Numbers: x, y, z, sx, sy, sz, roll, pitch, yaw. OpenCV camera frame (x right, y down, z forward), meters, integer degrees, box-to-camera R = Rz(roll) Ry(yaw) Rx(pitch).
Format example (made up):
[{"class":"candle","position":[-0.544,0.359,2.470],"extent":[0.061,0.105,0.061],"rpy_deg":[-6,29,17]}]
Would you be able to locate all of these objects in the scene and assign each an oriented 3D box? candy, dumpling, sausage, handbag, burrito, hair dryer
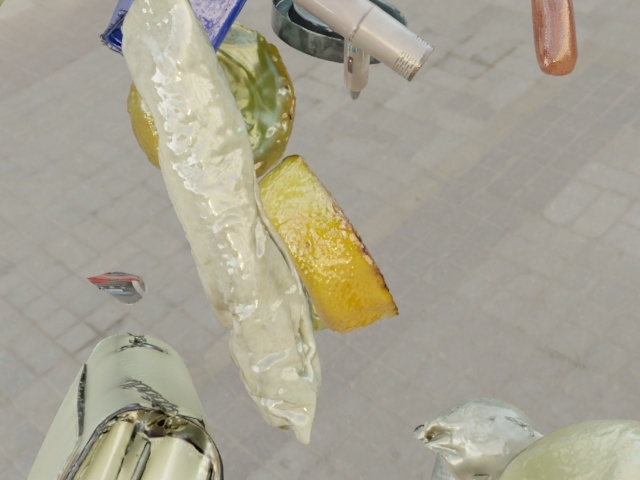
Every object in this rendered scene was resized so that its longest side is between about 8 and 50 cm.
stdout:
[{"class":"candy","position":[-0.160,-0.200,1.267],"extent":[0.260,0.260,0.118],"rpy_deg":[-35,19,-24]},{"class":"dumpling","position":[0.275,0.320,1.332],"extent":[0.247,0.172,0.142],"rpy_deg":[4,82,27]},{"class":"sausage","position":[0.419,-0.390,1.524],"extent":[0.077,0.194,0.077],"rpy_deg":[-5,-4,0]},{"class":"handbag","position":[-0.199,0.235,0.840],"extent":[0.160,0.237,0.358],"rpy_deg":[20,-1,-15]},{"class":"burrito","position":[-0.077,-0.020,0.695],"extent":[0.076,0.392,0.117],"rpy_deg":[-22,16,-14]},{"class":"hair dryer","position":[0.031,-0.254,1.095],"extent":[0.195,0.220,0.054],"rpy_deg":[35,79,-3]}]

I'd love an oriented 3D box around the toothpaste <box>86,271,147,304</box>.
[{"class":"toothpaste","position":[-0.279,0.064,1.212],"extent":[0.071,0.193,0.045],"rpy_deg":[2,81,-3]}]

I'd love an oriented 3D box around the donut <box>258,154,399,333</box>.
[{"class":"donut","position":[-0.003,-0.005,1.056],"extent":[0.101,0.152,0.259],"rpy_deg":[-30,77,-6]}]

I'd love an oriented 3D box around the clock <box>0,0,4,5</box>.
[{"class":"clock","position":[-0.488,-0.347,1.042],"extent":[0.235,0.096,0.308],"rpy_deg":[-4,84,3]}]

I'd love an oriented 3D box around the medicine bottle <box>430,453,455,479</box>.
[{"class":"medicine bottle","position":[0.355,0.566,1.821],"extent":[0.256,0.256,0.325],"rpy_deg":[11,75,27]}]

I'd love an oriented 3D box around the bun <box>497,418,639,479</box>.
[{"class":"bun","position":[0.338,0.398,0.970],"extent":[0.364,0.364,0.202],"rpy_deg":[22,18,35]}]

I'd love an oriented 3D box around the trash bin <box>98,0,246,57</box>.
[{"class":"trash bin","position":[-0.146,-0.316,1.031],"extent":[0.162,0.184,0.235],"rpy_deg":[-14,51,59]}]

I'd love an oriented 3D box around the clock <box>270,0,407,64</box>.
[{"class":"clock","position":[0.028,-0.340,1.323],"extent":[0.215,0.042,0.215],"rpy_deg":[8,37,-6]}]

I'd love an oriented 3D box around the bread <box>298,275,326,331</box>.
[{"class":"bread","position":[-0.013,0.084,1.506],"extent":[0.064,0.117,0.156],"rpy_deg":[-10,60,-21]}]
